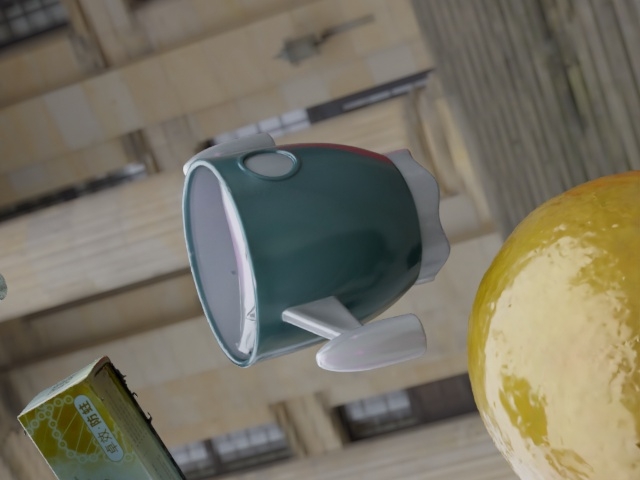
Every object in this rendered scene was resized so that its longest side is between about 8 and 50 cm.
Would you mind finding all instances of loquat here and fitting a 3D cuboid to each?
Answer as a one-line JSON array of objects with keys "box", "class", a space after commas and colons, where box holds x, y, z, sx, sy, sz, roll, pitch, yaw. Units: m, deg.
[{"box": [0.235, 0.086, 0.971, 0.275, 0.275, 0.275, -16, -90, -73], "class": "loquat"}]

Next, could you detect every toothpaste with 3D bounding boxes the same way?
[{"box": [-0.154, 0.262, 1.418, 0.313, 0.089, 0.071, 58, -169, -8], "class": "toothpaste"}]

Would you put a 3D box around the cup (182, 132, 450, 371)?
[{"box": [0.000, 0.000, 1.183, 0.300, 0.173, 0.167, -128, 32, -47], "class": "cup"}]

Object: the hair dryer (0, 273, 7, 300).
[{"box": [-0.273, 0.046, 1.169, 0.137, 0.082, 0.047, -22, -69, -67], "class": "hair dryer"}]
